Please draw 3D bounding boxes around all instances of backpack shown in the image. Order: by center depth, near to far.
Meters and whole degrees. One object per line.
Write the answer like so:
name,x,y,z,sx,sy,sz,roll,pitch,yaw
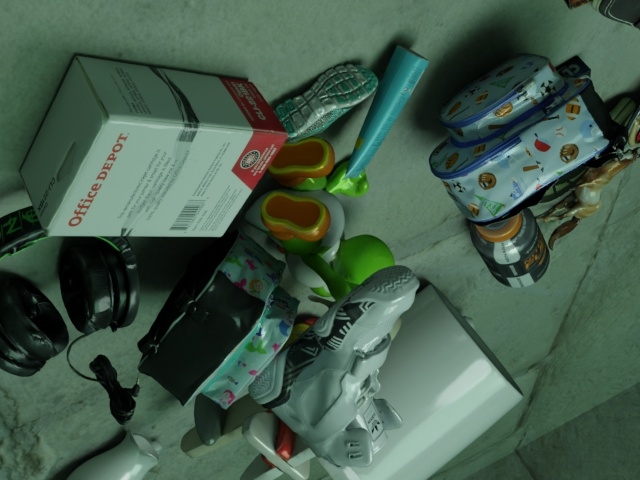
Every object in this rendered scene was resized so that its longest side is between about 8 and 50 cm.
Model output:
backpack,-0.145,0.109,1.473,0.191,0.253,0.225,35,111,-15
backpack,0.297,-0.154,1.512,0.263,0.213,0.276,-42,-171,5

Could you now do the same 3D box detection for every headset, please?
headset,-0.348,0.112,1.346,0.243,0.185,0.394,-27,149,-11

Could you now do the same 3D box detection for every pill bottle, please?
pill bottle,0.370,-0.003,1.931,0.130,0.130,0.245,-37,150,5

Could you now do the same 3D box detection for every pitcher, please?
pitcher,-0.398,0.465,1.890,0.207,0.125,0.178,-45,166,-3

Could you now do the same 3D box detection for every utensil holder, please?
utensil holder,0.180,0.327,2.035,0.385,0.328,0.327,-40,150,6

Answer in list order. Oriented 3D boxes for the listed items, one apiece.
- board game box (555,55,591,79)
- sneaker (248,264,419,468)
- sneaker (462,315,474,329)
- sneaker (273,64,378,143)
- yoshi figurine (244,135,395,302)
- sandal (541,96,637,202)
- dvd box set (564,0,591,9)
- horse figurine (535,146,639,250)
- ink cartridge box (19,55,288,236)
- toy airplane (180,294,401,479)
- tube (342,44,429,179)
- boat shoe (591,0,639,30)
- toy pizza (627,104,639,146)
board game box,0.359,-0.203,1.718,0.243,0.042,0.165,-30,150,-6
sneaker,0.062,0.198,1.447,0.366,0.210,0.137,-44,176,37
sneaker,0.282,0.301,2.264,0.114,0.152,0.305,-2,136,-39
sneaker,0.005,-0.192,1.392,0.166,0.065,0.076,-28,166,-5
yoshi figurine,0.027,-0.006,1.541,0.203,0.203,0.362,-37,153,-7
sandal,0.479,-0.175,1.845,0.302,0.086,0.120,-40,160,-23
dvd box set,0.514,-0.505,1.323,0.420,0.062,0.308,-22,152,7
horse figurine,0.537,-0.095,2.027,0.174,0.066,0.263,-13,142,-21
ink cartridge box,-0.210,-0.108,1.233,0.272,0.114,0.197,-1,137,-45
toy airplane,-0.069,0.249,1.731,0.386,0.272,0.384,-37,-174,-20
tube,0.090,-0.180,1.425,0.207,0.052,0.080,-64,161,15
boat shoe,0.559,-0.385,1.598,0.285,0.092,0.103,-4,139,-40
toy pizza,0.670,-0.260,1.904,0.201,0.032,0.201,-37,154,-22
